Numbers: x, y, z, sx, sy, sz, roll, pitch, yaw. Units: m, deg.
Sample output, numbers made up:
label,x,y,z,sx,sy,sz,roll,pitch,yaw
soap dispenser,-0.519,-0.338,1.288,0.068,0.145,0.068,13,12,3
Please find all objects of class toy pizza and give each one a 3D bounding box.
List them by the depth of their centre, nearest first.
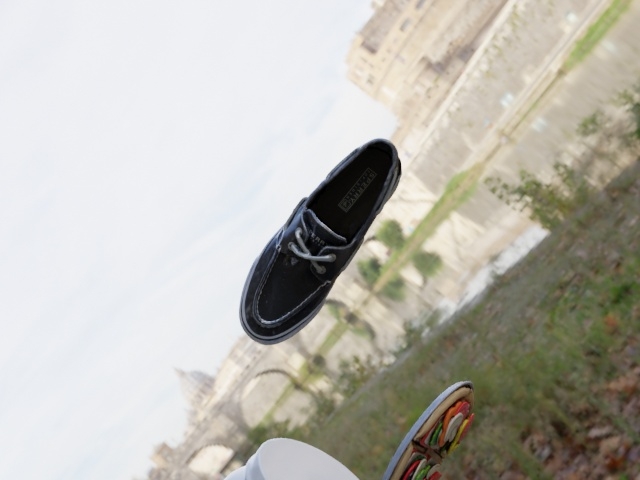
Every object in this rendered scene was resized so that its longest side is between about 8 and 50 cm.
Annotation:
label,x,y,z,sx,sy,sz,roll,pitch,yaw
toy pizza,0.142,0.267,1.075,0.201,0.032,0.201,-40,-31,-31

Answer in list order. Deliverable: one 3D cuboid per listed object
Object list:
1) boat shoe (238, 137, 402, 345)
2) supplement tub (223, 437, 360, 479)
label,x,y,z,sx,sy,sz,roll,pitch,yaw
boat shoe,0.000,0.000,1.059,0.301,0.108,0.102,-51,-4,-4
supplement tub,-0.082,0.466,1.189,0.325,0.235,0.235,-58,-6,13
